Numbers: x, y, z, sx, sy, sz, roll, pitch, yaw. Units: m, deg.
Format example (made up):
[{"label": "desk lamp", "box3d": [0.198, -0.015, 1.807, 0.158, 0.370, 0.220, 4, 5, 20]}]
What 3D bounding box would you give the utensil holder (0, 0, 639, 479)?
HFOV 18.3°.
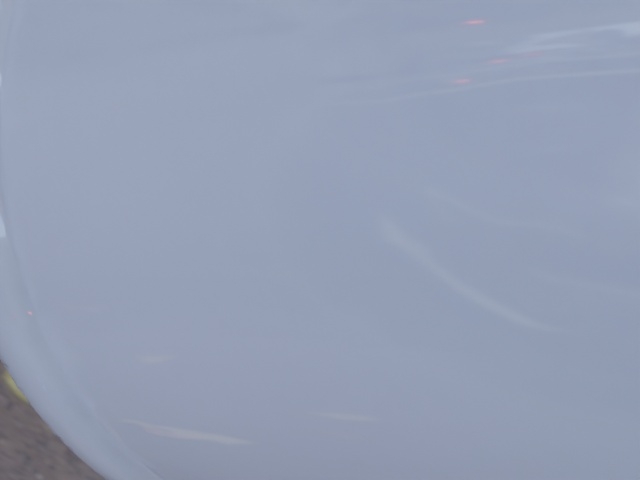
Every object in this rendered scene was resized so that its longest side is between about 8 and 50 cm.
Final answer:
[{"label": "utensil holder", "box3d": [0.098, -0.036, 0.679, 0.328, 0.385, 0.327, -1, 91, -35]}]
